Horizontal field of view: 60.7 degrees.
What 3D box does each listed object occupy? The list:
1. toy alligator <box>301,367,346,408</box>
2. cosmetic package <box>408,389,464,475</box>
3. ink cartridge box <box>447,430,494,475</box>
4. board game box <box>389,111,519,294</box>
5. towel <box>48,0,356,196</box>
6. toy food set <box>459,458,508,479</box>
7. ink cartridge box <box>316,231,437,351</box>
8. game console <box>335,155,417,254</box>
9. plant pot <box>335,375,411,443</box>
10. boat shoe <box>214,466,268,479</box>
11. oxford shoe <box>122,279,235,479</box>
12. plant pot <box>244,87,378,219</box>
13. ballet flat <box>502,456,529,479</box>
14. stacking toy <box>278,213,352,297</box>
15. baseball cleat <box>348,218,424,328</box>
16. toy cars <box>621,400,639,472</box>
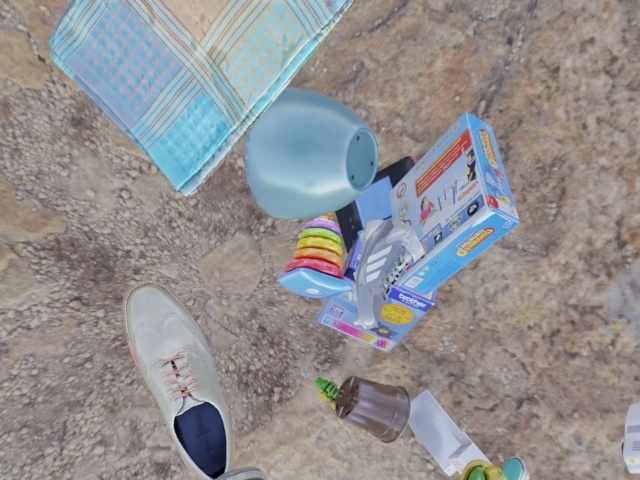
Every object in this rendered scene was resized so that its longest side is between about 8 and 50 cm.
[{"bbox_3d":[0.022,0.439,1.628,0.189,0.051,0.056,40,50,9],"label":"toy alligator"},{"bbox_3d":[0.359,0.586,1.675,0.117,0.085,0.231,-38,48,-1],"label":"cosmetic package"},{"bbox_3d":[0.410,0.606,1.463,0.061,0.104,0.181,-36,73,-19],"label":"ink cartridge box"},{"bbox_3d":[0.289,-0.081,1.264,0.086,0.308,0.302,20,47,-22],"label":"board game box"},{"bbox_3d":[-0.148,-0.259,0.632,0.271,0.040,0.370,47,120,-3],"label":"towel"},{"bbox_3d":[0.333,0.542,1.090,0.128,0.071,0.218,44,51,-8],"label":"toy food set"},{"bbox_3d":[0.178,0.149,1.642,0.269,0.395,0.151,23,49,-2],"label":"ink cartridge box"},{"bbox_3d":[0.219,-0.063,1.875,0.060,0.386,0.342,-13,82,-47],"label":"game console"},{"bbox_3d":[0.141,0.472,1.559,0.165,0.167,0.167,25,81,-19],"label":"plant pot"},{"bbox_3d":[-0.118,0.518,0.791,0.132,0.130,0.356,-3,102,-35],"label":"boat shoe"},{"bbox_3d":[-0.250,0.254,1.012,0.140,0.146,0.397,-26,91,-19],"label":"oxford shoe"},{"bbox_3d":[0.007,-0.179,1.168,0.195,0.290,0.290,10,80,35],"label":"plant pot"},{"bbox_3d":[0.581,0.726,1.649,0.079,0.077,0.222,5,123,-18],"label":"ballet flat"},{"bbox_3d":[0.000,0.000,1.530,0.175,0.165,0.302,19,67,-25],"label":"stacking toy"},{"bbox_3d":[0.106,0.041,0.853,0.109,0.072,0.206,-7,51,18],"label":"baseball cleat"},{"bbox_3d":[0.687,0.278,0.993,0.393,0.176,0.087,-28,93,-6],"label":"toy cars"}]
